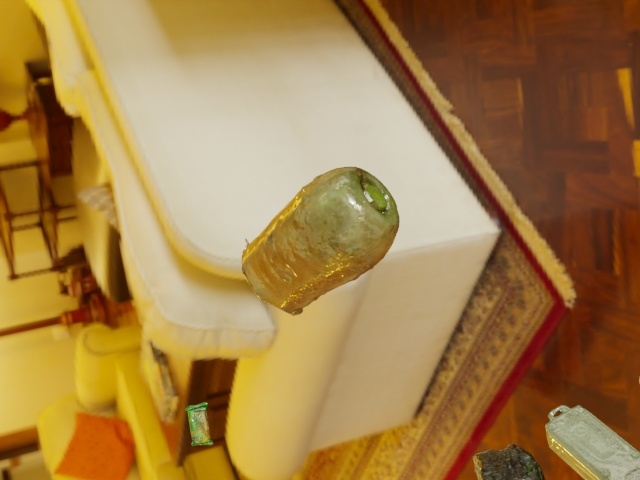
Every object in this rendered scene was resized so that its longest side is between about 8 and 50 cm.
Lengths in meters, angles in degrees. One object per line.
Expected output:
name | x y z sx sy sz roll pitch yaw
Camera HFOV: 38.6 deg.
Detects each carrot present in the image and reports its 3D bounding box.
carrot | 0.000 0.000 1.908 0.341 0.224 0.224 -38 62 30

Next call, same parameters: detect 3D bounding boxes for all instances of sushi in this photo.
sushi | 0.376 0.486 1.770 0.225 0.127 0.124 -87 -19 -72

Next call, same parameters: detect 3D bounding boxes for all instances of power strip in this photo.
power strip | 0.423 0.329 1.306 0.272 0.078 0.052 41 152 56

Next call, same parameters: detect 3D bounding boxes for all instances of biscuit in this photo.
biscuit | -0.248 0.379 1.871 0.016 0.046 0.089 -168 70 -80
